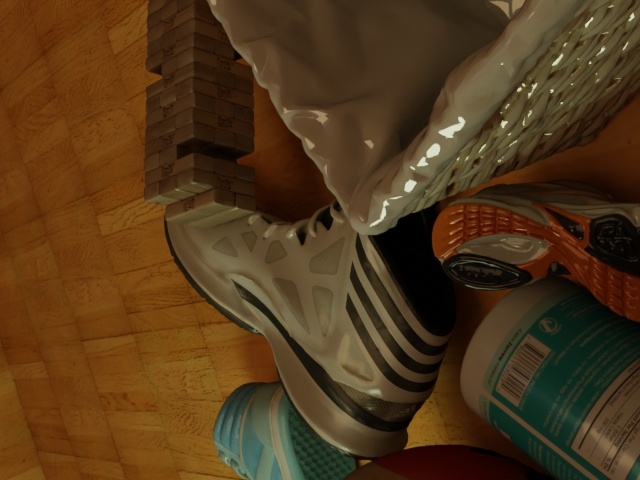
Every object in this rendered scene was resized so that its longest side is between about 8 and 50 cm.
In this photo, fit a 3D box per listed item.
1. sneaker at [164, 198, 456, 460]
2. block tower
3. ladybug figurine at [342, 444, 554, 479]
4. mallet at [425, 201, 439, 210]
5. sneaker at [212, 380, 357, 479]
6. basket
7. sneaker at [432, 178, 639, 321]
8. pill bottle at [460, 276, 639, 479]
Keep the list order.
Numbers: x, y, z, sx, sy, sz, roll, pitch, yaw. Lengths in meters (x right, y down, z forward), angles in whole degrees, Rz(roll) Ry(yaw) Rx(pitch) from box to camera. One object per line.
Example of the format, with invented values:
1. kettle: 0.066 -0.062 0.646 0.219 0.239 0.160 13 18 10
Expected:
1. sneaker: 0.001 0.000 1.114 0.447 0.169 0.257 47 122 35
2. block tower: -0.134 -0.191 1.113 0.097 0.091 0.335 -16 71 42
3. ladybug figurine: 0.177 0.310 0.891 0.305 0.162 0.449 54 165 -21
4. mallet: 0.070 -0.099 1.023 0.190 0.039 0.062 42 110 40
5. sneaker: -0.045 0.330 1.320 0.208 0.127 0.319 -3 94 52
6. basket: 0.104 -0.243 0.718 0.331 0.266 0.328 57 143 17
7. sneaker: 0.232 -0.008 0.811 0.262 0.121 0.099 13 120 24
8. pill bottle: 0.251 0.149 0.807 0.264 0.146 0.146 38 134 38
